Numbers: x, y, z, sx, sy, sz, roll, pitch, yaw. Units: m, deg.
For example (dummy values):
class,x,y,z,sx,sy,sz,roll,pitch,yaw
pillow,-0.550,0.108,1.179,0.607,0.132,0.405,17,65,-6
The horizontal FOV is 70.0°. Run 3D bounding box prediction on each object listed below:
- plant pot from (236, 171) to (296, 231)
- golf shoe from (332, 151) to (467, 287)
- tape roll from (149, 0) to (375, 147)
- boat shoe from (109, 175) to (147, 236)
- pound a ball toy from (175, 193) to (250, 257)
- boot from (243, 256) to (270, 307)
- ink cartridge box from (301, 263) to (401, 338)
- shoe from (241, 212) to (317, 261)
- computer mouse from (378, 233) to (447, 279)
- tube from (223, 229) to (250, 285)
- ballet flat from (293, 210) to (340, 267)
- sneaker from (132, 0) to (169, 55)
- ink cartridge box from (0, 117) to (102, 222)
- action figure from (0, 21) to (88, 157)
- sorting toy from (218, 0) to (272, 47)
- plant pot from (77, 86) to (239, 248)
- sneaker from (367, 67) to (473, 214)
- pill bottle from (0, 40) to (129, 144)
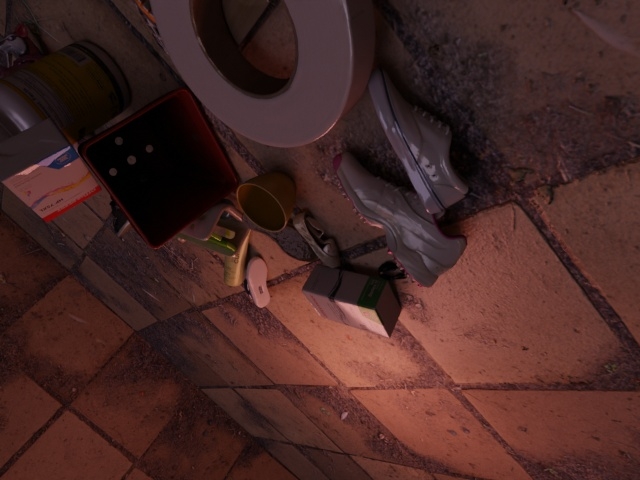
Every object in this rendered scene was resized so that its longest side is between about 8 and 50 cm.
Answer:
class,x,y,z,sx,sy,sz,roll,pitch,yaw
plant pot,-0.108,-0.101,1.035,0.134,0.095,0.134,24,143,20
golf shoe,0.150,-0.062,0.865,0.140,0.115,0.306,-39,90,19
tape roll,-0.099,-0.329,0.701,0.391,0.072,0.392,24,141,21
boat shoe,-0.591,-0.122,1.412,0.113,0.127,0.340,46,143,-9
pound a ball toy,-0.328,-0.056,1.260,0.319,0.136,0.208,17,166,34
boot,-0.208,0.116,1.398,0.086,0.069,0.190,34,138,39
ink cartridge box,0.078,0.149,1.139,0.208,0.087,0.153,11,149,32
shoe,-0.094,-0.022,1.156,0.219,0.058,0.077,32,114,2
computer mouse,0.196,0.047,0.982,0.071,0.041,0.242,41,146,-6
tube,-0.250,0.032,1.337,0.070,0.062,0.240,4,131,-13
ballet flat,0.000,0.000,1.091,0.168,0.057,0.052,47,134,-13
sneaker,-0.299,-0.416,0.864,0.083,0.084,0.215,-3,130,49
ink cartridge box,-0.542,-0.126,0.927,0.078,0.134,0.231,49,162,12
action figure,-0.756,-0.377,1.216,0.275,0.248,0.371,7,118,-11
sorting toy,-0.153,-0.413,0.765,0.132,0.046,0.274,48,143,-14
plant pot,-0.408,-0.183,1.091,0.235,0.267,0.267,19,143,46
sneaker,0.163,-0.170,0.743,0.091,0.094,0.258,-27,107,18
pill bottle,-0.630,-0.306,1.056,0.187,0.334,0.188,24,143,20
